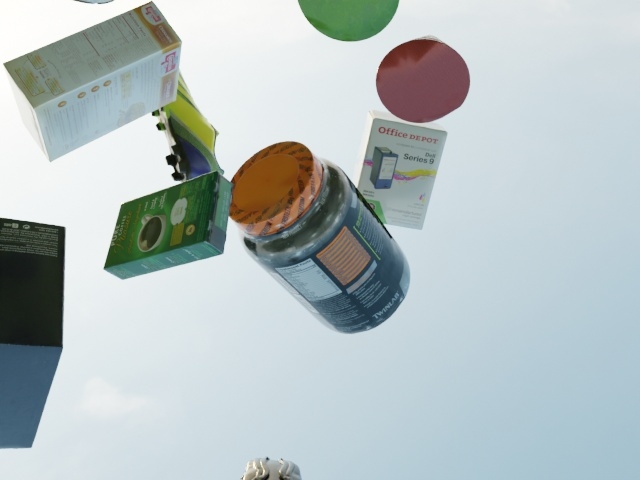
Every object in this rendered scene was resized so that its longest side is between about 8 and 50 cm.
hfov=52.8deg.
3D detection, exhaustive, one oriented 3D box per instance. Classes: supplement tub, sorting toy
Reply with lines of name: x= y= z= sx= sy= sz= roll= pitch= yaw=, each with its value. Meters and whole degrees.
supplement tub: x=0.000 y=0.000 z=1.094 sx=0.207 sy=0.338 sz=0.207 roll=-19 pitch=-133 yaw=22
sorting toy: x=0.060 y=-0.318 z=0.819 sx=0.127 sy=0.365 sz=0.126 roll=-29 pitch=-151 yaw=35

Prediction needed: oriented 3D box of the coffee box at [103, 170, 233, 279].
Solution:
coffee box: x=-0.204 y=-0.018 z=0.866 sx=0.184 sy=0.040 sz=0.113 roll=-15 pitch=-125 yaw=28

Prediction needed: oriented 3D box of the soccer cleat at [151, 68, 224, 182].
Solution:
soccer cleat: x=-0.281 y=-0.251 z=1.368 sx=0.121 sy=0.093 sz=0.289 roll=-9 pitch=-103 yaw=-32

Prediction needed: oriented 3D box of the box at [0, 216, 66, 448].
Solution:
box: x=-0.620 y=0.183 z=1.258 sx=0.179 sy=0.343 sz=0.312 roll=9 pitch=-139 yaw=-27

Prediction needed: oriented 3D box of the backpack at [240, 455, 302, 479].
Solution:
backpack: x=-0.080 y=0.387 z=0.970 sx=0.098 sy=0.101 sz=0.120 roll=12 pitch=-171 yaw=-6

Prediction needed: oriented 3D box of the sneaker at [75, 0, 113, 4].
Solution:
sneaker: x=-0.498 y=-0.515 z=1.180 sx=0.263 sy=0.121 sz=0.099 roll=8 pitch=-163 yaw=-31

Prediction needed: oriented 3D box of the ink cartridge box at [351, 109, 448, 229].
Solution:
ink cartridge box: x=0.151 y=-0.142 z=1.306 sx=0.155 sy=0.212 sz=0.093 roll=10 pitch=-161 yaw=-7

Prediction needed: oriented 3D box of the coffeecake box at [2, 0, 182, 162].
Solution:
coffeecake box: x=-0.267 y=-0.189 z=0.780 sx=0.186 sy=0.142 sz=0.068 roll=-33 pitch=-96 yaw=-23
